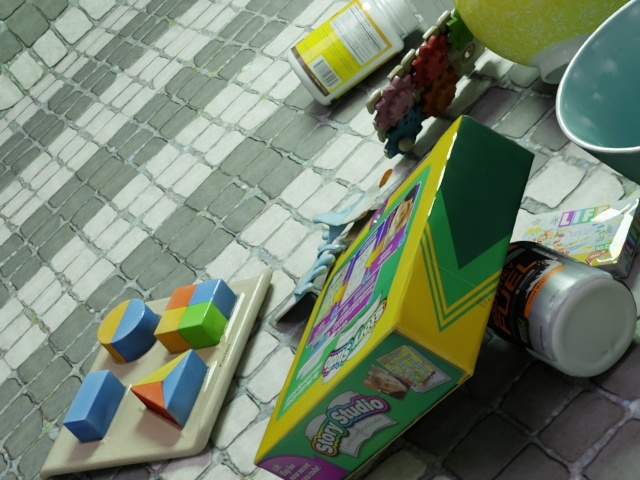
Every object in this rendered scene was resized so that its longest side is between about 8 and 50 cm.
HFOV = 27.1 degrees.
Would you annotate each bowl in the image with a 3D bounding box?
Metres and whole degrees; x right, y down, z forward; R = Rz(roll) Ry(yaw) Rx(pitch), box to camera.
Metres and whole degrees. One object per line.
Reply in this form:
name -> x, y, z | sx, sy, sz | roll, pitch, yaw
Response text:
bowl -> 0.333, -0.302, 1.781 | 0.289, 0.289, 0.156 | -19, 79, 34
bowl -> 0.439, -0.159, 1.485 | 0.311, 0.163, 0.311 | -30, 31, 21

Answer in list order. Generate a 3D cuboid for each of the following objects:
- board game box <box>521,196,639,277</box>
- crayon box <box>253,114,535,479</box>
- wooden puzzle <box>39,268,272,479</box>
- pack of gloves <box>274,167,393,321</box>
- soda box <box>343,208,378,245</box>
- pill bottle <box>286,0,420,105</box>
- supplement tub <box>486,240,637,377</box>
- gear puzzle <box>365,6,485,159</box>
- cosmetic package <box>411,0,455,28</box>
board game box -> 0.302, 0.005, 1.566 | 0.154, 0.026, 0.103 | -11, 41, 43
crayon box -> 0.080, 0.083, 1.504 | 0.363, 0.106, 0.313 | -51, 14, 51
wooden puzzle -> -0.252, 0.183, 1.935 | 0.348, 0.080, 0.322 | -18, 37, 36
pack of gloves -> 0.000, 0.000, 1.806 | 0.195, 0.046, 0.232 | -56, 4, -20
soda box -> 0.120, -0.008, 1.767 | 0.181, 0.061, 0.058 | -7, 44, 46
pill bottle -> 0.057, -0.331, 2.223 | 0.215, 0.117, 0.117 | -36, 29, 9
supplement tub -> 0.246, 0.068, 1.457 | 0.117, 0.117, 0.190 | -47, 29, -9
gear puzzle -> 0.200, -0.266, 1.943 | 0.044, 0.175, 0.339 | 34, 76, 28
cosmetic package -> 0.317, -0.511, 2.117 | 0.385, 0.156, 0.217 | -21, 33, 34
